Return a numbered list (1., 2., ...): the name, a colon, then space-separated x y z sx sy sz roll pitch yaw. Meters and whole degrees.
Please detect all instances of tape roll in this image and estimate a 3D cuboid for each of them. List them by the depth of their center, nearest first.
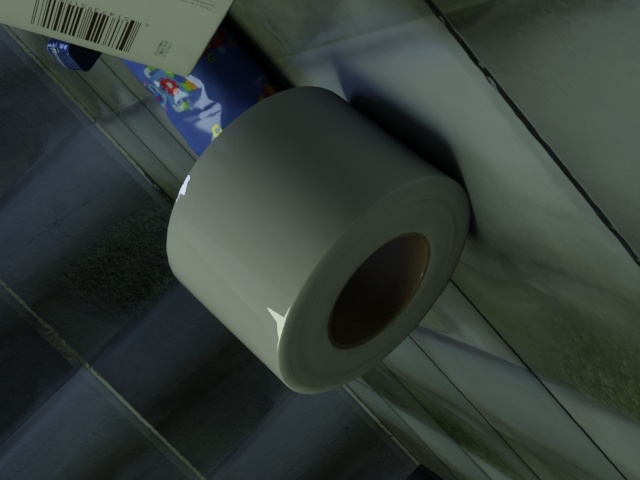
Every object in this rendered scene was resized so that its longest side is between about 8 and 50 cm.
1. tape roll: 0.000 0.000 1.048 0.169 0.246 0.246 40 170 31

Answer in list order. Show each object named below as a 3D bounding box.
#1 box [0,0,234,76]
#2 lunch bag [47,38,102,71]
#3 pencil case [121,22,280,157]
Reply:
1. box: -0.144 -0.220 0.764 0.181 0.119 0.182 14 161 -16
2. lunch bag: -0.405 -0.336 1.847 0.065 0.098 0.067 16 153 34
3. pencil case: -0.157 -0.203 1.228 0.306 0.119 0.133 48 141 -11
